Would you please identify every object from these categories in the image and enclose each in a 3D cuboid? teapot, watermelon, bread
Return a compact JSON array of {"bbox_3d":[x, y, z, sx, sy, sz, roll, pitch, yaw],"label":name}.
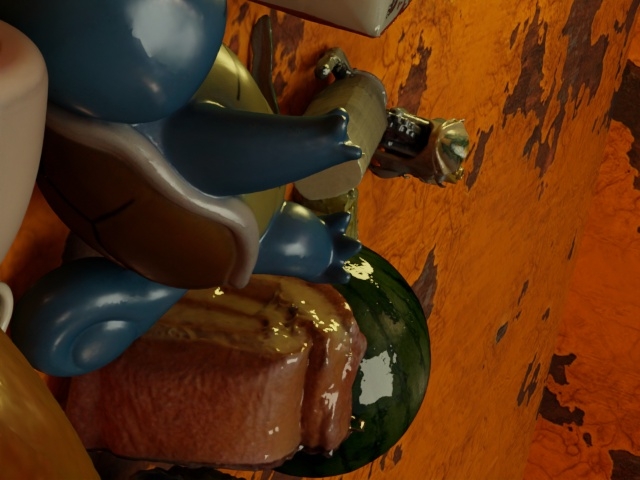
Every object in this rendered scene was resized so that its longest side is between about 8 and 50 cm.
[{"bbox_3d":[0.014,-0.128,1.352,0.107,0.077,0.200,64,21,-18],"label":"teapot"},{"bbox_3d":[-0.005,0.115,1.314,0.242,0.242,0.242,-52,152,-43],"label":"watermelon"},{"bbox_3d":[-0.079,0.101,1.119,0.190,0.244,0.123,-68,162,-58],"label":"bread"},{"bbox_3d":[0.000,0.000,1.473,0.117,0.064,0.156,-49,149,-55],"label":"bread"}]

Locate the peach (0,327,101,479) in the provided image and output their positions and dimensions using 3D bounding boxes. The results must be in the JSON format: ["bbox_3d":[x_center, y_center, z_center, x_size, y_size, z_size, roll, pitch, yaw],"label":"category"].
[{"bbox_3d":[-0.241,0.133,0.543,0.290,0.372,0.373,-23,128,-61],"label":"peach"}]

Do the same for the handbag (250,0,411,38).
[{"bbox_3d":[0.044,-0.316,1.221,0.298,0.151,0.171,-52,157,-57],"label":"handbag"}]

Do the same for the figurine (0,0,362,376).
[{"bbox_3d":[-0.113,-0.075,0.933,0.243,0.298,0.416,-16,143,-23],"label":"figurine"}]

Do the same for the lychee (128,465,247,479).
[{"bbox_3d":[-0.128,0.331,1.157,0.320,0.270,0.270,-36,-169,46],"label":"lychee"}]

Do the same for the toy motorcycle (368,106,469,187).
[{"bbox_3d":[0.132,-0.107,1.624,0.229,0.129,0.094,34,72,-69],"label":"toy motorcycle"}]

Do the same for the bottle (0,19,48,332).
[{"bbox_3d":[-0.238,-0.006,0.747,0.147,0.147,0.237,-39,147,-56],"label":"bottle"}]

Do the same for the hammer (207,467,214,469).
[{"bbox_3d":[-0.118,0.246,1.446,0.178,0.021,0.065,-53,153,-47],"label":"hammer"}]

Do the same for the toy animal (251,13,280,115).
[{"bbox_3d":[-0.059,-0.103,1.262,0.075,0.041,0.217,-71,164,-52],"label":"toy animal"}]
